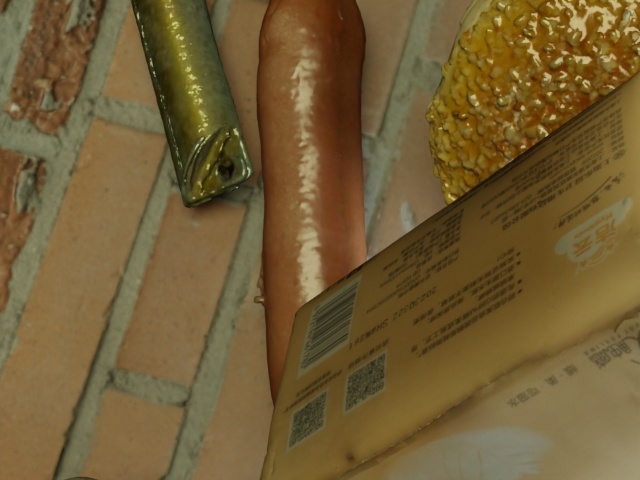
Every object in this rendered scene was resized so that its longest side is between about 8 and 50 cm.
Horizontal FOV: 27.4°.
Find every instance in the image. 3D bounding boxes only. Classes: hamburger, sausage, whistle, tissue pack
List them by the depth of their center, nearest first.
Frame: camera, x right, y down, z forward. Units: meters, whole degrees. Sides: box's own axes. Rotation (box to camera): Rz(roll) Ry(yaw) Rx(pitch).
[{"bbox_3d":[0.146,0.091,0.810,0.305,0.238,0.239,-36,73,30],"label":"tissue pack"},{"bbox_3d":[0.219,-0.076,0.921,0.302,0.170,0.302,5,106,17],"label":"hamburger"},{"bbox_3d":[0.000,0.000,1.014,0.094,0.094,0.419,-13,74,31],"label":"sausage"},{"bbox_3d":[-0.122,-0.186,1.084,0.068,0.057,0.327,-24,72,26],"label":"whistle"}]

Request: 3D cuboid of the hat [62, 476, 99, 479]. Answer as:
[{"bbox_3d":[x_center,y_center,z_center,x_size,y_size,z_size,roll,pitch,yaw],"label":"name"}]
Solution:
[{"bbox_3d":[-0.123,0.292,0.892,0.226,0.164,0.220,34,120,33],"label":"hat"}]
